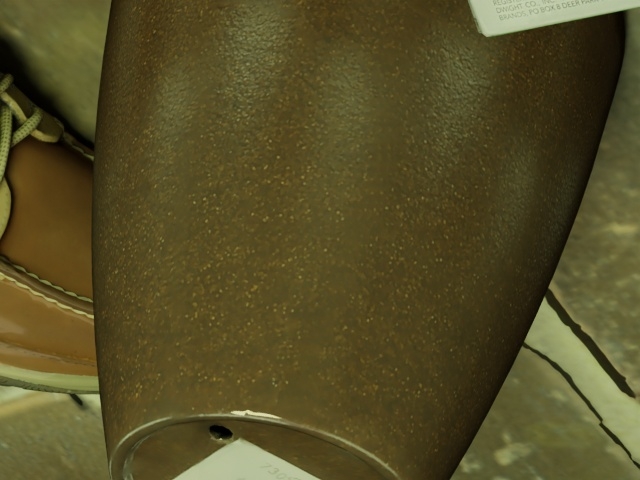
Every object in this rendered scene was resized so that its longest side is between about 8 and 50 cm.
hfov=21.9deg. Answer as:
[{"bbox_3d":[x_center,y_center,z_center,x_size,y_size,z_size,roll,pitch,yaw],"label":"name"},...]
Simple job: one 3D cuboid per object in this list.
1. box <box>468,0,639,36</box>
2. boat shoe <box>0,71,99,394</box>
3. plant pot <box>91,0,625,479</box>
[{"bbox_3d":[0.133,-0.198,0.422,0.262,0.127,0.231,-8,122,31],"label":"box"},{"bbox_3d":[-0.186,-0.034,0.743,0.324,0.123,0.120,21,135,-8],"label":"boat shoe"},{"bbox_3d":[0.000,0.000,0.628,0.215,0.230,0.215,8,143,6],"label":"plant pot"}]
